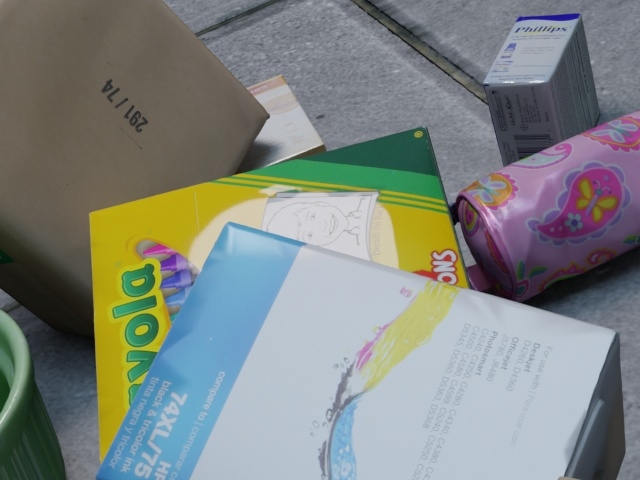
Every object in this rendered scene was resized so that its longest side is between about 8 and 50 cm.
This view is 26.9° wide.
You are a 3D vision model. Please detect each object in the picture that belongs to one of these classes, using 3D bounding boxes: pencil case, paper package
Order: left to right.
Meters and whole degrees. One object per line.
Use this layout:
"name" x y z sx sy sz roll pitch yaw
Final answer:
"paper package" -0.255 -0.108 1.317 0.168 0.325 0.309 -3 51 45
"pencil case" 0.263 -0.041 1.244 0.284 0.124 0.124 -25 35 -9

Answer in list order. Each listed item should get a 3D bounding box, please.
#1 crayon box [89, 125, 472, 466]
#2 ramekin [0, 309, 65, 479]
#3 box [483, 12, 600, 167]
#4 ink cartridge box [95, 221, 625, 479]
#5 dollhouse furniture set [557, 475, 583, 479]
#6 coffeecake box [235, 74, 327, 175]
"crayon box" -0.023 0.100 1.108 0.313 0.106 0.363 -14 50 4
"ramekin" -0.371 0.200 1.159 0.303 0.148 0.303 -11 35 8
"box" 0.233 -0.149 1.395 0.072 0.126 0.137 2 39 28
"ink cartridge box" 0.040 0.146 0.868 0.270 0.198 0.197 15 64 22
"dollhouse furniture set" 0.264 0.197 0.766 0.198 0.286 0.303 9 54 33
"coffeecake box" -0.077 -0.098 1.510 0.142 0.068 0.185 -23 35 -4
